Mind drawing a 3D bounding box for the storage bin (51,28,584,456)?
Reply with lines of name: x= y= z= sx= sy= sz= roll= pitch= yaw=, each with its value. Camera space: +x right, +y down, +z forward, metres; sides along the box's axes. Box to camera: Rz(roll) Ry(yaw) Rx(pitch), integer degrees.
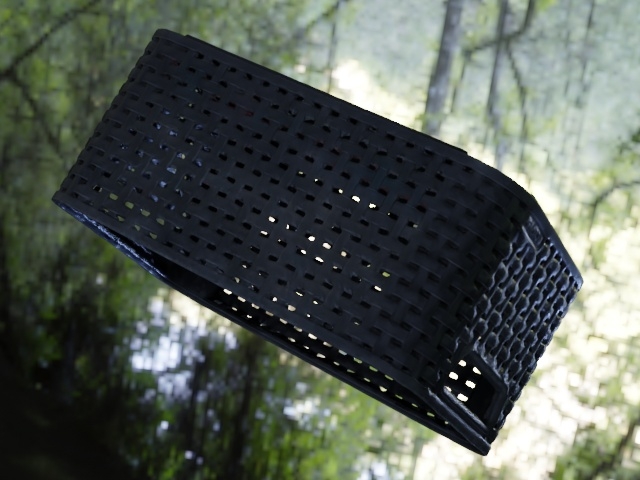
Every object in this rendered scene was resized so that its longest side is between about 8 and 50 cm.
storage bin: x=0.000 y=0.000 z=0.563 sx=0.180 sy=0.084 sz=0.122 roll=25 pitch=170 yaw=29
